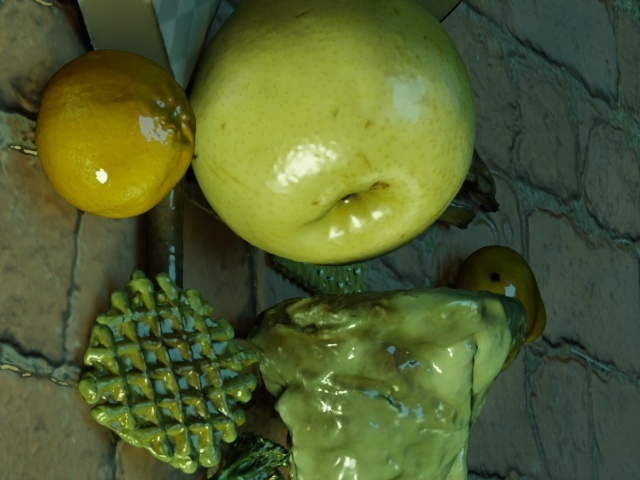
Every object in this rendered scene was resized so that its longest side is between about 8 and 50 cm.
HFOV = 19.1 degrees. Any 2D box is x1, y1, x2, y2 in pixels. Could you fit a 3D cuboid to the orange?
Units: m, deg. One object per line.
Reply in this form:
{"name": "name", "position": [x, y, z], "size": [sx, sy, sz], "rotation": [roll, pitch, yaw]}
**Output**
{"name": "orange", "position": [-0.184, -0.099, 1.745], "size": [0.159, 0.136, 0.159], "rotation": [37, 47, -52]}

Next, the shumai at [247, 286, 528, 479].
{"name": "shumai", "position": [0.078, 0.184, 1.971], "size": [0.309, 0.304, 0.263], "rotation": [0, 86, -28]}

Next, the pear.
{"name": "pear", "position": [0.010, -0.130, 1.932], "size": [0.309, 0.309, 0.309], "rotation": [29, 56, -54]}

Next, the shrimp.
{"name": "shrimp", "position": [0.169, -0.081, 2.443], "size": [0.254, 0.059, 0.145], "rotation": [53, 41, -37]}

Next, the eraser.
{"name": "eraser", "position": [-0.143, -0.346, 1.924], "size": [0.213, 0.082, 0.397], "rotation": [78, 23, -45]}

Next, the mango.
{"name": "mango", "position": [0.239, 0.076, 2.474], "size": [0.227, 0.099, 0.136], "rotation": [28, 52, -64]}

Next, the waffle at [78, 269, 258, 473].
{"name": "waffle", "position": [-0.141, 0.123, 1.790], "size": [0.183, 0.036, 0.169], "rotation": [38, 58, -26]}

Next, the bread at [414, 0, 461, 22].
{"name": "bread", "position": [0.037, -0.300, 2.142], "size": [0.212, 0.224, 0.142], "rotation": [43, 6, -23]}

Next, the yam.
{"name": "yam", "position": [-0.151, 0.020, 1.859], "size": [0.045, 0.045, 0.326], "rotation": [4, 76, -26]}

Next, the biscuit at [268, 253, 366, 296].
{"name": "biscuit", "position": [0.001, 0.000, 2.158], "size": [0.203, 0.016, 0.144], "rotation": [32, 53, -52]}

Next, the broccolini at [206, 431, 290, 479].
{"name": "broccolini", "position": [-0.110, 0.254, 1.860], "size": [0.067, 0.058, 0.216], "rotation": [44, 38, 9]}
